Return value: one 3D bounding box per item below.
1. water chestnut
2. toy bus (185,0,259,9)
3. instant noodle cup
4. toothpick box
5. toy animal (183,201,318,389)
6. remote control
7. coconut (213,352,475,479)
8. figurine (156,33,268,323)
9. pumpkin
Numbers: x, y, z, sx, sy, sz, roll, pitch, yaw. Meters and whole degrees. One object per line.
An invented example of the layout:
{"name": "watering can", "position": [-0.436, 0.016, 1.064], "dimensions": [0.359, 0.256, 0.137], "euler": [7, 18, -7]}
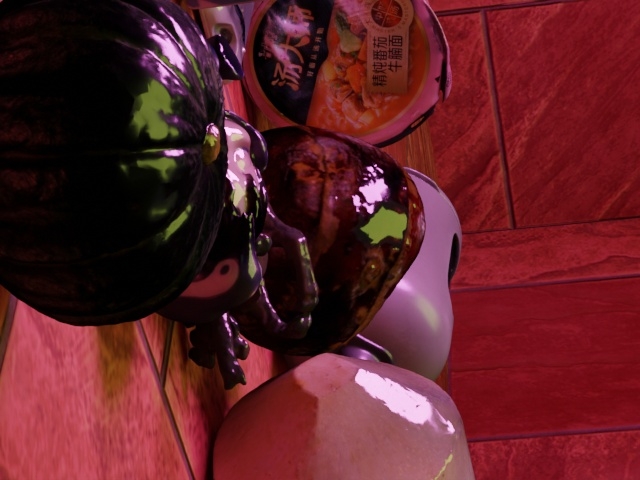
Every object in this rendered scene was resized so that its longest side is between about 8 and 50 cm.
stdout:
{"name": "water chestnut", "position": [0.000, 0.000, 1.786], "dimensions": [0.238, 0.224, 0.223], "euler": [30, 49, -41]}
{"name": "toy bus", "position": [-0.105, -0.370, 1.742], "dimensions": [0.131, 0.106, 0.297], "euler": [-78, 159, -56]}
{"name": "instant noodle cup", "position": [0.033, -0.259, 2.141], "dimensions": [0.255, 0.244, 0.244], "euler": [-82, 164, -60]}
{"name": "toothpick box", "position": [0.048, 0.062, 2.187], "dimensions": [0.316, 0.229, 0.229], "euler": [-78, 161, -58]}
{"name": "toy animal", "position": [-0.075, 0.027, 1.601], "dimensions": [0.148, 0.084, 0.232], "euler": [41, -47, 39]}
{"name": "remote control", "position": [-0.084, -0.301, 1.983], "dimensions": [0.313, 0.055, 0.109], "euler": [-85, 166, -48]}
{"name": "coconut", "position": [0.021, 0.219, 1.744], "dimensions": [0.259, 0.259, 0.259], "euler": [-5, 90, -81]}
{"name": "figurine", "position": [-0.115, -0.044, 1.462], "dimensions": [0.145, 0.145, 0.222], "euler": [26, 49, -80]}
{"name": "pumpkin", "position": [-0.139, -0.056, 1.141], "dimensions": [0.220, 0.162, 0.220], "euler": [-3, 90, -77]}
